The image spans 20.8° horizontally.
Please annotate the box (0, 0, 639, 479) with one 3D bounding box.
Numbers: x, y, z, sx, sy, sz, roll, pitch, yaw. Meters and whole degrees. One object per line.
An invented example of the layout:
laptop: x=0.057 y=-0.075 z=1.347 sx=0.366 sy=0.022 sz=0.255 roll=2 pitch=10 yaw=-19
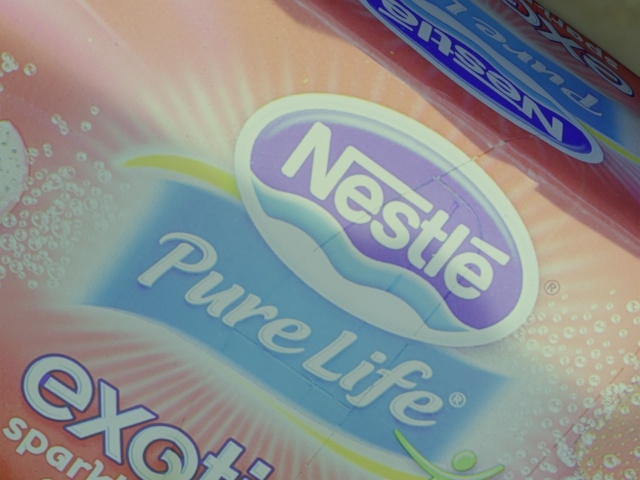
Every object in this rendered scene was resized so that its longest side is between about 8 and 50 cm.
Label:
box: x=0.000 y=0.000 z=0.448 sx=0.300 sy=0.154 sz=0.142 roll=36 pitch=112 yaw=-5
